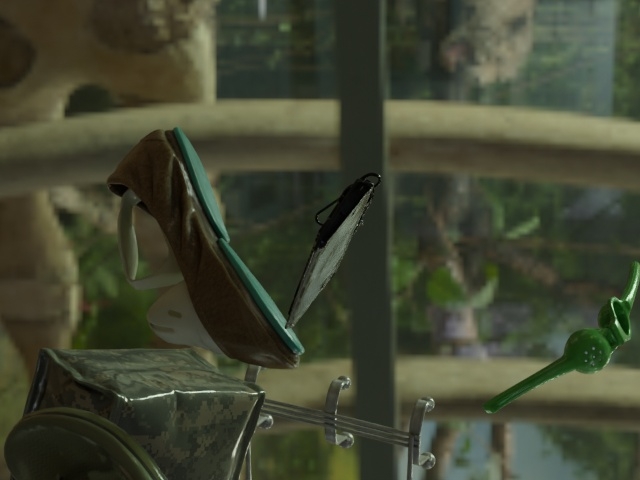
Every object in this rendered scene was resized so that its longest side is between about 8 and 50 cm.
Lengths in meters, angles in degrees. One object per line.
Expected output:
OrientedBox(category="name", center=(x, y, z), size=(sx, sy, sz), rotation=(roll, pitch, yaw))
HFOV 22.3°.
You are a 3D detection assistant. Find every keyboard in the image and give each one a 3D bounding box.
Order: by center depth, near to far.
OrientedBox(category="keyboard", center=(0.000, 0.000, 1.340), size=(0.100, 0.038, 0.192), rotation=(-51, 173, -25))

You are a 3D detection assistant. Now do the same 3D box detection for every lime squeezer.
OrientedBox(category="lime squeezer", center=(0.337, 0.119, 1.996), size=(0.310, 0.059, 0.110), rotation=(-40, 180, -28))

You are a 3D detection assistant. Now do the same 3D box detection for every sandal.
OrientedBox(category="sandal", center=(-0.152, 0.240, 1.240), size=(0.086, 0.303, 0.120), rotation=(-21, 142, -40))

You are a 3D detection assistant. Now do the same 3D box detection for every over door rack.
OrientedBox(category="over door rack", center=(0.014, 0.310, 2.046), size=(0.108, 0.239, 0.324), rotation=(-48, 146, -60))

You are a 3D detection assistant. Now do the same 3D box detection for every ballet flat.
OrientedBox(category="ballet flat", center=(-0.133, 0.026, 1.637), size=(0.342, 0.124, 0.116), rotation=(59, 2, 35))

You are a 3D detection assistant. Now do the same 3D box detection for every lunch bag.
OrientedBox(category="lunch bag", center=(-0.218, 0.273, 1.797), size=(0.235, 0.169, 0.287), rotation=(3, 106, -48))
